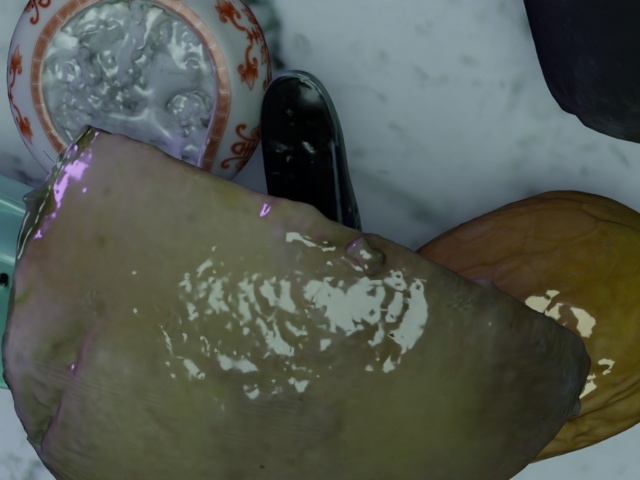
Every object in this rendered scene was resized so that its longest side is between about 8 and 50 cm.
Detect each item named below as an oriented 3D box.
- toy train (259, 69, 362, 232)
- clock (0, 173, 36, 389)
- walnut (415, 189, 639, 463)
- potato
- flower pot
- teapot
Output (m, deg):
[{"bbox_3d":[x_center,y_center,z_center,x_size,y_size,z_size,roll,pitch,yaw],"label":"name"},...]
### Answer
[{"bbox_3d":[0.000,0.000,1.124,0.052,0.051,0.234,-2,115,13],"label":"toy train"},{"bbox_3d":[-0.191,0.031,1.128,0.188,0.060,0.148,16,134,3],"label":"clock"},{"bbox_3d":[0.126,0.056,1.106,0.207,0.159,0.159,-19,101,8],"label":"walnut"},{"bbox_3d":[-0.025,0.084,0.969,0.264,0.211,0.189,18,79,29],"label":"potato"},{"bbox_3d":[0.202,-0.149,1.041,0.235,0.235,0.148,-1,123,3],"label":"flower pot"},{"bbox_3d":[-0.114,-0.108,1.102,0.159,0.116,0.245,-21,104,21],"label":"teapot"}]
